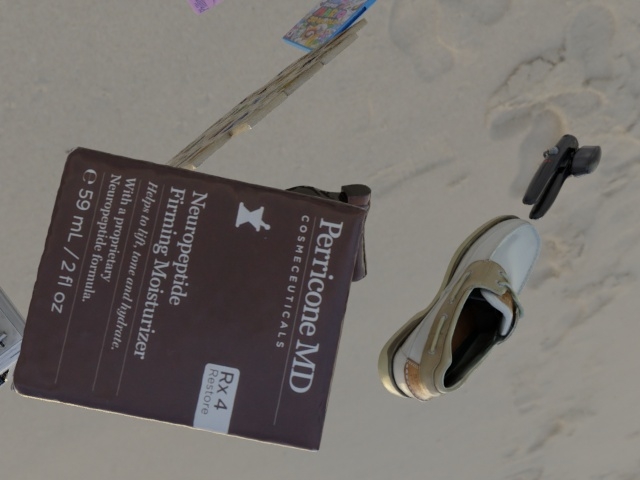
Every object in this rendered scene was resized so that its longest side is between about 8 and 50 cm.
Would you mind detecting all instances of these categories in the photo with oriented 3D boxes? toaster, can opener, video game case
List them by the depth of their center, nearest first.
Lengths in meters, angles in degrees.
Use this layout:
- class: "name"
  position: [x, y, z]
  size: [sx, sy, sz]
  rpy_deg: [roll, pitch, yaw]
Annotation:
- class: "can opener"
  position: [0.327, -0.094, 1.168]
  size: [0.073, 0.059, 0.186]
  rpy_deg: [-16, -161, 49]
- class: "toaster"
  position: [-0.550, 0.161, 1.356]
  size: [0.129, 0.146, 0.227]
  rpy_deg: [-39, 178, -33]
- class: "video game case"
  position: [0.021, -0.402, 1.493]
  size: [0.166, 0.119, 0.015]
  rpy_deg: [-45, 130, -7]

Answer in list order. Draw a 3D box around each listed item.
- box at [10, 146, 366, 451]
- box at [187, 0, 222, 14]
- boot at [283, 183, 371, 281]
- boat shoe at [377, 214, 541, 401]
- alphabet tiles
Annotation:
- class: "box"
  position: [-0.088, 0.044, 0.616]
  size: [0.203, 0.169, 0.167]
  rpy_deg: [11, 173, -2]
- class: "box"
  position: [-0.128, -0.472, 1.254]
  size: [0.243, 0.117, 0.213]
  rpy_deg: [-29, 180, 1]
- class: "boot"
  position: [0.000, 0.000, 0.851]
  size: [0.106, 0.037, 0.114]
  rpy_deg: [-3, 126, -10]
- class: "boat shoe"
  position: [0.202, 0.084, 1.047]
  size: [0.113, 0.302, 0.103]
  rpy_deg: [52, 154, -23]
- class: "alphabet tiles"
  position: [-0.088, -0.167, 1.053]
  size: [0.285, 0.011, 0.342]
  rpy_deg: [-43, -165, -21]
